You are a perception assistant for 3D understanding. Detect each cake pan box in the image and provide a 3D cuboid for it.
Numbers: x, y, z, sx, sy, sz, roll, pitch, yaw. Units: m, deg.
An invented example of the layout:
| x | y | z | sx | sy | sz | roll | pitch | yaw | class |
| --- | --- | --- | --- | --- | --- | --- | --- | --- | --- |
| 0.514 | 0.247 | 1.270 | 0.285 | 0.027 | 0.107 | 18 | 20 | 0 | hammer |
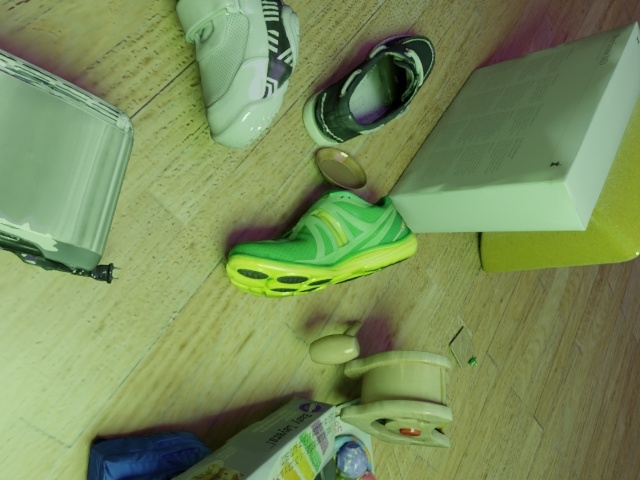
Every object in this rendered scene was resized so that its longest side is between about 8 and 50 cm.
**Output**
| x | y | z | sx | sy | sz | roll | pitch | yaw | class |
| --- | --- | --- | --- | --- | --- | --- | --- | --- | --- |
| -0.060 | 0.333 | 0.521 | 0.267 | 0.070 | 0.246 | 0 | 94 | -65 | cake pan box |

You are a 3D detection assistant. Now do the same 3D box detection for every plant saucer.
| x | y | z | sx | sy | sz | roll | pitch | yaw | class |
| --- | --- | --- | --- | --- | --- | --- | --- | --- | --- |
| 0.431 | -0.109 | 0.832 | 0.081 | 0.332 | 0.333 | 35 | 73 | -12 | plant saucer |
| 0.028 | -0.099 | 0.682 | 0.083 | 0.015 | 0.083 | 20 | 43 | -19 | plant saucer |

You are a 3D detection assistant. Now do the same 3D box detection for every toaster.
| x | y | z | sx | sy | sz | roll | pitch | yaw | class |
| --- | --- | --- | --- | --- | --- | --- | --- | --- | --- |
| -0.258 | -0.062 | 0.399 | 0.227 | 0.129 | 0.147 | 23 | 73 | -35 | toaster |

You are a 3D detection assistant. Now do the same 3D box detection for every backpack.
| x | y | z | sx | sy | sz | roll | pitch | yaw | class |
| --- | --- | --- | --- | --- | --- | --- | --- | --- | --- |
| -0.165 | 0.257 | 0.484 | 0.120 | 0.101 | 0.098 | 7 | 91 | -40 | backpack |

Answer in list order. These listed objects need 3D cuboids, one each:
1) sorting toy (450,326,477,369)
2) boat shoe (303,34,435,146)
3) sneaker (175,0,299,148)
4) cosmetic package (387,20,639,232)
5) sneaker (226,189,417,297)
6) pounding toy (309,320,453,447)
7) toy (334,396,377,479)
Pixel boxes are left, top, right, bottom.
| x | y | z | sx | sy | sz | roll | pitch | yaw | class |
| --- | --- | --- | --- | --- | --- | --- | --- | --- | --- |
| 0.271 | 0.212 | 0.892 | 0.062 | 0.012 | 0.083 | -42 | 110 | -37 | sorting toy |
| 0.104 | -0.236 | 0.719 | 0.302 | 0.091 | 0.114 | -47 | 117 | -29 | boat shoe |
| -0.138 | -0.288 | 0.501 | 0.210 | 0.137 | 0.366 | 10 | 77 | -38 | sneaker |
| 0.320 | -0.175 | 0.770 | 0.097 | 0.284 | 0.377 | 51 | 61 | -26 | cosmetic package |
| 0.000 | 0.000 | 0.638 | 0.295 | 0.109 | 0.124 | -11 | 75 | -38 | sneaker |
| 0.116 | 0.183 | 0.659 | 0.269 | 0.154 | 0.155 | 45 | 42 | -44 | pounding toy |
| 0.043 | 0.361 | 0.677 | 0.136 | 0.056 | 0.237 | -4 | 91 | -40 | toy |
